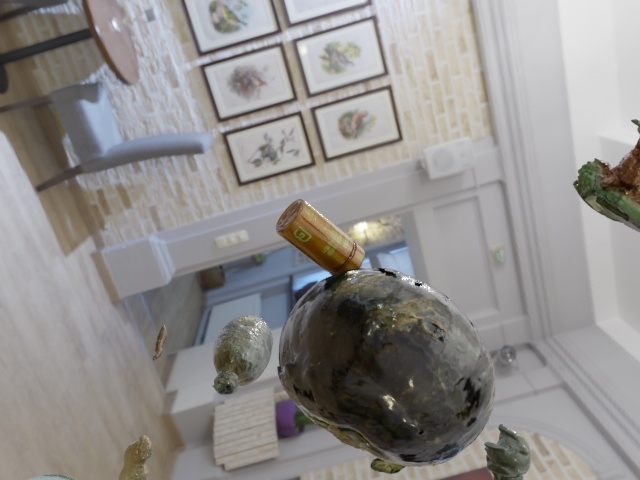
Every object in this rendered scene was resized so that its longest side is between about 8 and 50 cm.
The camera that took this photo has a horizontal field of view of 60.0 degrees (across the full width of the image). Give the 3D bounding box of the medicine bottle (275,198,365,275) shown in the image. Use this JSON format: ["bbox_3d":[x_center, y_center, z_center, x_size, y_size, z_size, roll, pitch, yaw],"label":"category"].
[{"bbox_3d":[0.000,0.000,1.225,0.192,0.096,0.096,40,16,-22],"label":"medicine bottle"}]

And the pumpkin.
[{"bbox_3d":[0.129,0.254,1.134,0.344,0.454,0.454,-59,154,-25],"label":"pumpkin"}]

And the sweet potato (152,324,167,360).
[{"bbox_3d":[-0.417,0.268,1.440,0.115,0.026,0.026,-93,169,-47],"label":"sweet potato"}]

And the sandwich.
[{"bbox_3d":[0.472,-0.086,0.777,0.160,0.184,0.109,-61,-156,28],"label":"sandwich"}]

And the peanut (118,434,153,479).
[{"bbox_3d":[-0.638,0.780,1.920,0.085,0.104,0.228,4,100,-61],"label":"peanut"}]

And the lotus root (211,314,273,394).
[{"bbox_3d":[-0.226,0.326,1.623,0.349,0.174,0.175,-78,153,-74],"label":"lotus root"}]

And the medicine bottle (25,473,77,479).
[{"bbox_3d":[-0.779,0.845,1.537,0.245,0.244,0.290,-103,-147,-65],"label":"medicine bottle"}]

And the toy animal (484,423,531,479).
[{"bbox_3d":[0.516,0.627,1.510,0.138,0.108,0.237,11,-59,52],"label":"toy animal"}]

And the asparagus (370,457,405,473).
[{"bbox_3d":[0.244,0.523,1.408,0.080,0.287,0.080,16,-66,41],"label":"asparagus"}]
